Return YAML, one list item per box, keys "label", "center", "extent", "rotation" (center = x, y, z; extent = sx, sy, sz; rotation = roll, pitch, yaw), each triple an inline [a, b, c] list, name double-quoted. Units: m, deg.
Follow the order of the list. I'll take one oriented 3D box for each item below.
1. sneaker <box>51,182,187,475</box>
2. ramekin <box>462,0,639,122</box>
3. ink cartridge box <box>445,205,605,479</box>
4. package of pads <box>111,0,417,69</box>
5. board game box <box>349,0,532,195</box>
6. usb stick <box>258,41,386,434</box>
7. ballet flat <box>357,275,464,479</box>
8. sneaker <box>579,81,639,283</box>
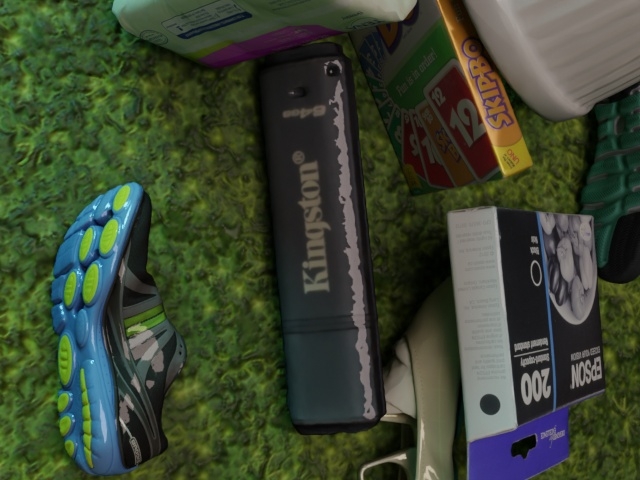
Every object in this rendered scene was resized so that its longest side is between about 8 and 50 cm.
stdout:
- label: "sneaker"
  center: [-0.129, 0.057, 0.630]
  extent: [0.078, 0.067, 0.188]
  rotation: [5, 82, -48]
- label: "ramekin"
  center: [0.191, -0.233, 0.702]
  extent: [0.273, 0.127, 0.273]
  rotation: [34, 48, -46]
- label: "ink cartridge box"
  center: [0.165, 0.081, 0.730]
  extent: [0.206, 0.045, 0.208]
  rotation: [0, 86, -56]
- label: "package of pads"
  center: [-0.018, -0.268, 0.611]
  extent: [0.101, 0.229, 0.296]
  rotation: [19, 80, -35]
- label: "board game box"
  center: [0.063, -0.162, 0.700]
  extent: [0.039, 0.124, 0.259]
  rotation: [-23, 96, -25]
- label: "usb stick"
  center: [0.000, 0.000, 0.687]
  extent: [0.045, 0.077, 0.278]
  rotation: [-1, 85, -61]
- label: "ballet flat"
  center: [0.068, 0.149, 0.710]
  extent: [0.086, 0.086, 0.248]
  rotation: [3, 86, -26]
- label: "sneaker"
  center: [0.289, -0.068, 0.833]
  extent: [0.098, 0.083, 0.224]
  rotation: [13, 80, -30]
